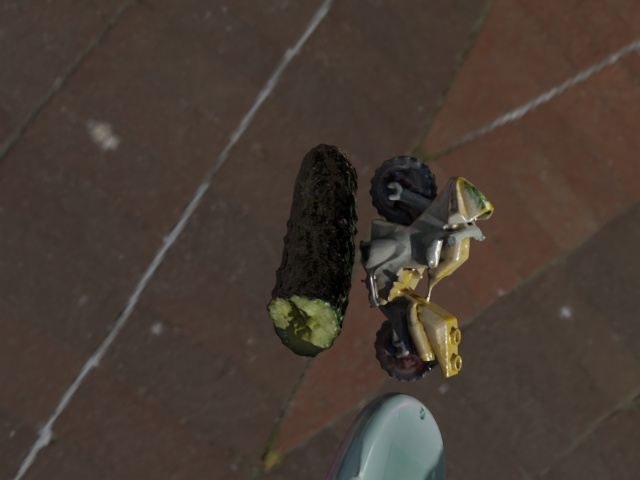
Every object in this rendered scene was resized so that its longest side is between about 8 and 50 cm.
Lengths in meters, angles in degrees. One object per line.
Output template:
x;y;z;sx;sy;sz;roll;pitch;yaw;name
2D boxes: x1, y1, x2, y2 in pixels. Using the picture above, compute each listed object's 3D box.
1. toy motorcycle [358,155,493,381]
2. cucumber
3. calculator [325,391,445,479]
0.110;0.029;1.452;0.094;0.130;0.229;-8;97;-64;toy motorcycle
0.000;0.000;1.424;0.303;0.072;0.081;-79;155;-58;cucumber
0.045;0.275;1.231;0.185;0.041;0.299;44;55;-49;calculator
